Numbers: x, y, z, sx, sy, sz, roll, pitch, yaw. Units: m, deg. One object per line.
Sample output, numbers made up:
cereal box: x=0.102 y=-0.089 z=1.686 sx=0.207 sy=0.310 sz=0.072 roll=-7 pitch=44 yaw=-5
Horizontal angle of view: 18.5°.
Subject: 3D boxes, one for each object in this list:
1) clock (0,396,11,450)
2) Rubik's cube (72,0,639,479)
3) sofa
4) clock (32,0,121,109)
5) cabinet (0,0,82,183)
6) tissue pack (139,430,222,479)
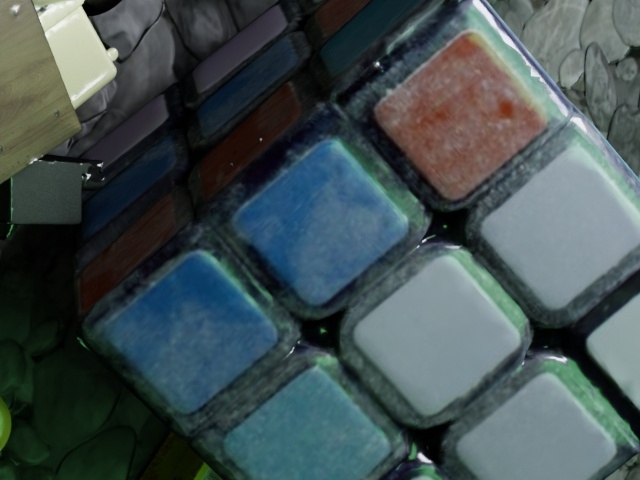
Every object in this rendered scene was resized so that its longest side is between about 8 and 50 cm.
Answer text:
clock: x=-0.324 y=0.092 z=1.375 sx=0.143 sy=0.096 sz=0.202 roll=-40 pitch=117 yaw=-20
Rubik's cube: x=0.048 y=0.013 z=1.436 sx=0.362 sy=0.359 sz=0.363 roll=-41 pitch=107 yaw=8
sofa: x=-0.229 y=-0.034 z=1.423 sx=0.085 sy=0.147 sz=0.060 roll=-1 pitch=96 yaw=-42
clock: x=-0.136 y=-0.281 z=1.490 sx=0.379 sy=0.120 sz=0.276 roll=-38 pitch=118 yaw=-25
cabinet: x=-0.292 y=-0.144 z=1.325 sx=0.148 sy=0.174 sz=0.215 roll=-36 pitch=120 yaw=-32
tissue pack: x=-0.065 y=0.162 z=1.672 sx=0.095 sy=0.062 sz=0.176 roll=47 pitch=66 yaw=-40
